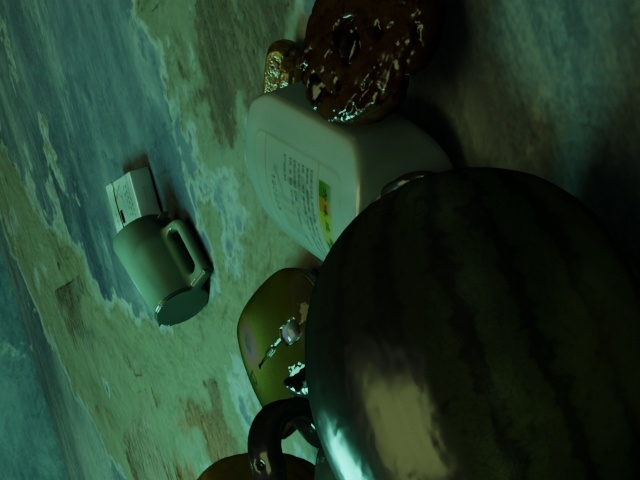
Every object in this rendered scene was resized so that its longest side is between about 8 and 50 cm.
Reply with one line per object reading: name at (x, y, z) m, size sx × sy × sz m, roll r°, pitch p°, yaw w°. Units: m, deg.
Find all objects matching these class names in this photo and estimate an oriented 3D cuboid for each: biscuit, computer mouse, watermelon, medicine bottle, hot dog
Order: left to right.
computer mouse at (-0.044, 0.146, 1.822) m, size 0.158 × 0.072 × 0.310 m, roll 64°, pitch 155°, yaw 17°
hot dog at (-0.039, -0.148, 1.644) m, size 0.071 × 0.045 × 0.165 m, roll 52°, pitch 149°, yaw 38°
medicine bottle at (0.044, -0.044, 1.423) m, size 0.324 × 0.124 × 0.179 m, roll 37°, pitch 142°, yaw 58°
biscuit at (0.043, -0.196, 1.338) m, size 0.192 × 0.049 × 0.192 m, roll -24°, pitch 58°, yaw 47°
watermelon at (0.128, 0.097, 1.118) m, size 0.279 × 0.279 × 0.359 m, roll 122°, pitch 138°, yaw -61°

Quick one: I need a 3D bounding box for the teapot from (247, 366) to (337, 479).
teapot at (0.046, 0.200, 1.323) m, size 0.285 × 0.305 × 0.223 m, roll 70°, pitch 161°, yaw 1°

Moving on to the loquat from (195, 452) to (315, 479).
loquat at (-0.066, 0.374, 1.827) m, size 0.193 × 0.238 × 0.238 m, roll 110°, pitch 139°, yaw -62°

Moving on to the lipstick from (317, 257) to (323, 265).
lipstick at (0.000, 0.000, 1.645) m, size 0.234 × 0.053 × 0.053 m, roll -140°, pitch 40°, yaw -56°

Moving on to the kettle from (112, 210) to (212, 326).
kettle at (-0.226, 0.038, 2.166) m, size 0.148 × 0.127 × 0.098 m, roll 57°, pitch -176°, yaw 30°

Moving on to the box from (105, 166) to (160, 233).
box at (-0.298, -0.062, 2.309) m, size 0.154 × 0.040 × 0.084 m, roll -18°, pitch 89°, yaw 66°
